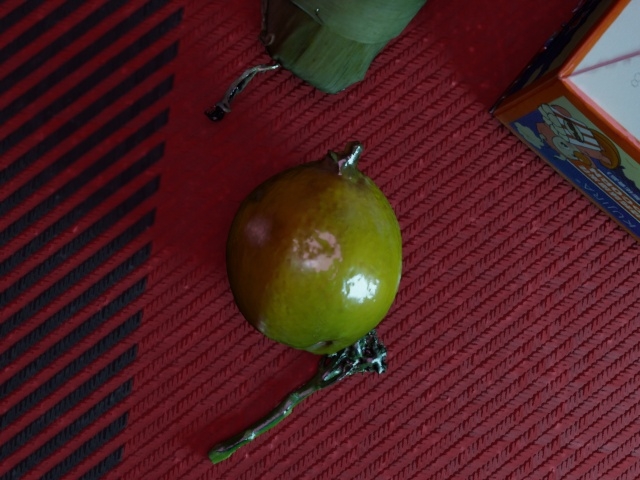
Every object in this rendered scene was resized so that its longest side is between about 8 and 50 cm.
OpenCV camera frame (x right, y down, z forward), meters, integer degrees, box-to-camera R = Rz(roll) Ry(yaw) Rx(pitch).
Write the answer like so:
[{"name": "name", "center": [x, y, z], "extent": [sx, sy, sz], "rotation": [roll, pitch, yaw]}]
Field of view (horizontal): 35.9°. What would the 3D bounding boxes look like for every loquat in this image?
[{"name": "loquat", "center": [0.000, 0.000, 1.109], "extent": [0.214, 0.213, 0.246], "rotation": [15, 110, -3]}]

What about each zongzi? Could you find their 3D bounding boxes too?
[{"name": "zongzi", "center": [0.034, -0.358, 1.189], "extent": [0.181, 0.418, 0.447], "rotation": [25, 128, -19]}]

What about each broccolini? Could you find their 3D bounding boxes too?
[{"name": "broccolini", "center": [-0.030, 0.189, 1.192], "extent": [0.254, 0.057, 0.071], "rotation": [-36, 49, -6]}]

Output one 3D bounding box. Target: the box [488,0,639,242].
[{"name": "box", "center": [0.446, -0.167, 1.124], "extent": [0.349, 0.257, 0.318], "rotation": [39, 86, -4]}]
